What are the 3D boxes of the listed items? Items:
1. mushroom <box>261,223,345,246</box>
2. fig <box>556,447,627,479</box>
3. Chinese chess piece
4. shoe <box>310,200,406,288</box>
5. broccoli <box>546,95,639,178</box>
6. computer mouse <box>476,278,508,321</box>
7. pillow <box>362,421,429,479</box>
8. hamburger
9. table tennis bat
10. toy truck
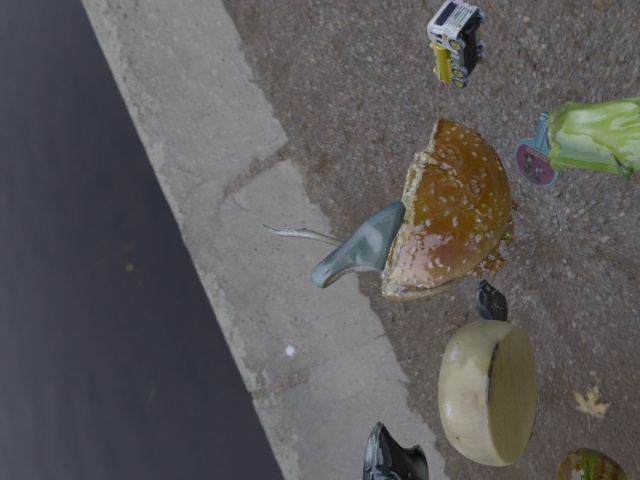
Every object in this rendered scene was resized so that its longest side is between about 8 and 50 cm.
[{"bbox_3d":[0.000,0.002,1.277,0.068,0.306,0.043,-53,27,39],"label":"mushroom"},{"bbox_3d":[0.582,0.531,1.072,0.148,0.186,0.142,27,100,12],"label":"fig"},{"bbox_3d":[0.305,0.269,0.899,0.097,0.251,0.251,-4,90,41],"label":"Chinese chess piece"},{"bbox_3d":[0.075,0.021,0.806,0.195,0.079,0.078,-38,77,-9],"label":"shoe"},{"bbox_3d":[0.511,-0.085,0.591,0.397,0.275,0.353,-18,47,-5],"label":"broccoli"},{"bbox_3d":[0.540,0.203,1.609,0.062,0.192,0.106,-2,49,51],"label":"computer mouse"},{"bbox_3d":[0.083,0.260,0.544,0.055,0.136,0.091,-30,49,12],"label":"pillow"},{"bbox_3d":[0.318,-0.063,1.159,0.287,0.268,0.445,16,65,2],"label":"hamburger"},{"bbox_3d":[0.614,-0.252,1.405,0.040,0.244,0.153,-32,52,-16],"label":"table tennis bat"},{"bbox_3d":[0.311,-0.450,1.164,0.114,0.227,0.098,36,87,24],"label":"toy truck"}]
